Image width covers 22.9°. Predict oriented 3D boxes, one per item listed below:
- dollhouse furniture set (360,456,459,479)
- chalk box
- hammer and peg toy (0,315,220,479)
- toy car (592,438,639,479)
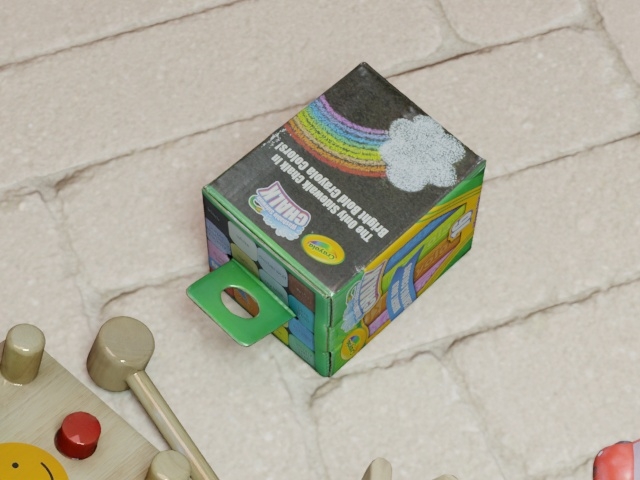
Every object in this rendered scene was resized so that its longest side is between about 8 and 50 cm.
[{"bbox_3d":[0.166,0.437,1.285,0.362,0.256,0.394,15,41,-8],"label":"dollhouse furniture set"},{"bbox_3d":[0.000,0.000,1.573,0.289,0.179,0.180,-40,67,-21],"label":"chalk box"},{"bbox_3d":[-0.230,0.201,1.421,0.266,0.127,0.361,39,47,15],"label":"hammer and peg toy"},{"bbox_3d":[0.411,0.206,1.517,0.239,0.053,0.225,32,63,18],"label":"toy car"}]
